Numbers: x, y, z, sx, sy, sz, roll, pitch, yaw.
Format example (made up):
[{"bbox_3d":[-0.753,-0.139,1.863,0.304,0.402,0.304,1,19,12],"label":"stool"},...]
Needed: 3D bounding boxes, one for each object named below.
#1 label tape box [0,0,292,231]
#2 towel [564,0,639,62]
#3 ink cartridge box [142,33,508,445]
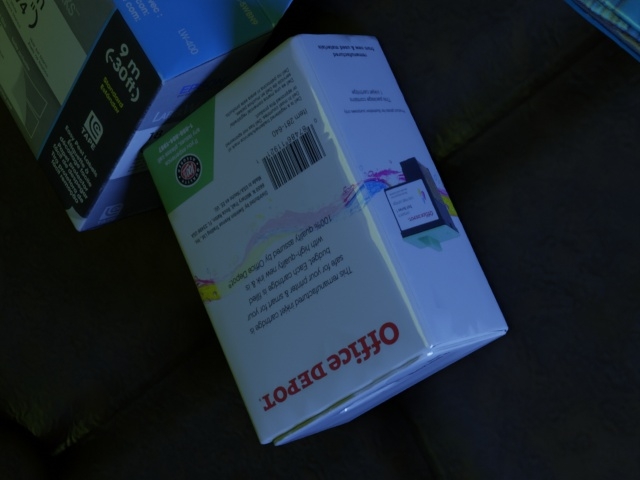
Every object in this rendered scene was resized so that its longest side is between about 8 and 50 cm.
[{"bbox_3d":[-0.172,-0.204,1.508,0.241,0.106,0.334,58,140,19],"label":"label tape box"},{"bbox_3d":[0.239,-0.301,1.033,0.271,0.040,0.370,39,93,13],"label":"towel"},{"bbox_3d":[0.000,0.000,1.431,0.201,0.117,0.278,-34,73,36],"label":"ink cartridge box"}]
